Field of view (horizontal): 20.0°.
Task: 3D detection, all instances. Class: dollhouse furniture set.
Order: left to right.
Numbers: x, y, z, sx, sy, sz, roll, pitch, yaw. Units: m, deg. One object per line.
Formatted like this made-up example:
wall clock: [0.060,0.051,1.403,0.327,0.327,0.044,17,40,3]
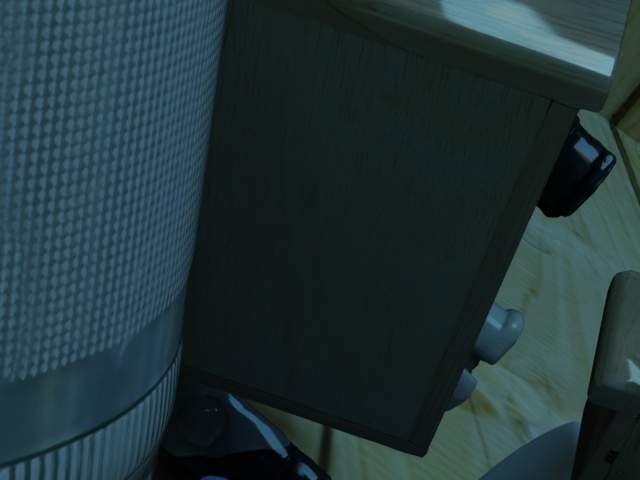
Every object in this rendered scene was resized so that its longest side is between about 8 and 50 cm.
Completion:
dollhouse furniture set: [0.064,-0.115,0.651,0.303,0.174,0.356,20,47,1]

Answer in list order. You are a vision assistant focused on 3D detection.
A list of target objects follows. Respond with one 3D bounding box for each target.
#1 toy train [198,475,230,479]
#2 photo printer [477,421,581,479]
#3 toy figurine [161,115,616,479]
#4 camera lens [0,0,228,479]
toy train: [-0.042,0.142,0.591,0.105,0.080,0.184,48,18,11]
photo printer: [0.162,0.235,0.626,0.307,0.107,0.256,50,16,-11]
toy figurine: [0.000,0.000,0.788,0.148,0.213,0.209,42,44,-5]
camera lens: [-0.134,-0.039,0.430,0.219,0.274,0.219,8,20,-3]
